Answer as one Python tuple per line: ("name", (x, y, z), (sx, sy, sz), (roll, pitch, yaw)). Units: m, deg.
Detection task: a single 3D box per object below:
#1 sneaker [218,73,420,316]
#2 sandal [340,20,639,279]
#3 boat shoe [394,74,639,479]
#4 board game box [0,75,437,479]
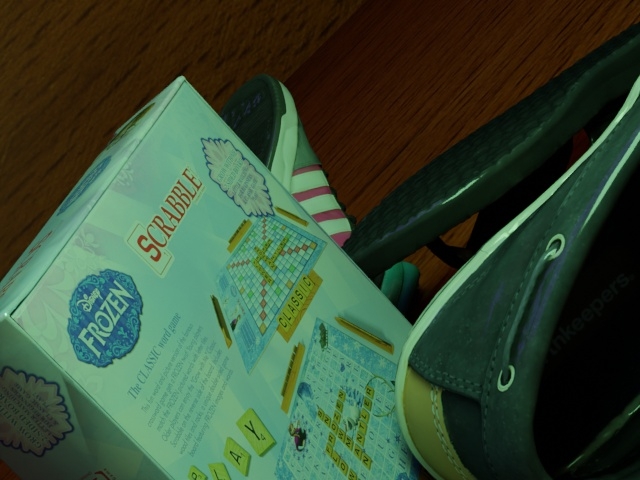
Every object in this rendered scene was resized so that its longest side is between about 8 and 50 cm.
("sneaker", (0.000, 0.000, 1.497), (0.124, 0.178, 0.295), (-34, 44, 31))
("sandal", (0.193, -0.066, 1.368), (0.446, 0.107, 0.167), (-35, 6, -33))
("boat shoe", (0.242, -0.046, 0.942), (0.500, 0.187, 0.156), (-48, 18, -5))
("board game box", (-0.030, 0.095, 0.950), (0.066, 0.318, 0.318), (-37, 13, 24))
